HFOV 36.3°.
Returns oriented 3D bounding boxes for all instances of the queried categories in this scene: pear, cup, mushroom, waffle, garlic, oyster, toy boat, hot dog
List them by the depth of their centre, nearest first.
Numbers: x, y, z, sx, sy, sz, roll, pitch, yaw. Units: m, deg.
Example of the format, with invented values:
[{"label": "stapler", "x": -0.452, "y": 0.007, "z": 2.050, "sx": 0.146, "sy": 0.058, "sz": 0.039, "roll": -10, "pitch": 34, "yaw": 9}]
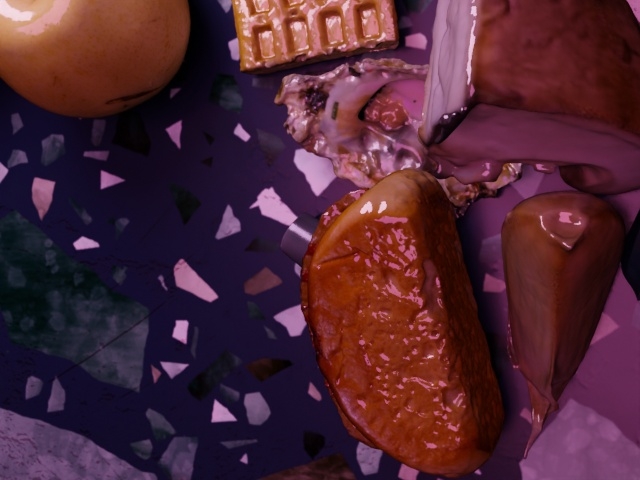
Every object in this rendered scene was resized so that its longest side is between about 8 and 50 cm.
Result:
[{"label": "mushroom", "x": 0.279, "y": -0.273, "z": 1.194, "sx": 0.313, "sy": 0.224, "sz": 0.397, "roll": 6, "pitch": 70, "yaw": -8}, {"label": "toy boat", "x": 0.450, "y": -0.036, "z": 1.224, "sx": 0.103, "sy": 0.093, "sz": 0.246, "roll": 27, "pitch": 101, "yaw": 24}, {"label": "garlic", "x": 0.287, "y": 0.085, "z": 1.245, "sx": 0.151, "sy": 0.196, "sz": 0.338, "roll": 14, "pitch": 123, "yaw": 17}, {"label": "hot dog", "x": 0.093, "y": 0.117, "z": 1.298, "sx": 0.223, "sy": 0.185, "sz": 0.405, "roll": -12, "pitch": 96, "yaw": 27}, {"label": "oyster", "x": 0.110, "y": -0.159, "z": 1.350, "sx": 0.354, "sy": 0.107, "sz": 0.201, "roll": 28, "pitch": 122, "yaw": 4}, {"label": "waffle", "x": -0.014, "y": -0.366, "z": 1.397, "sx": 0.248, "sy": 0.055, "sz": 0.221, "roll": -7, "pitch": 90, "yaw": 21}, {"label": "pear", "x": -0.344, "y": -0.328, "z": 1.399, "sx": 0.309, "sy": 0.309, "sz": 0.309, "roll": 1, "pitch": 93, "yaw": 20}, {"label": "cup", "x": 0.000, "y": 0.000, "z": 1.408, "sx": 0.077, "sy": 0.078, "sz": 0.100, "roll": 35, "pitch": 70, "yaw": 19}]

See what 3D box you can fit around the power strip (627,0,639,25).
[{"label": "power strip", "x": 0.387, "y": -0.357, "z": 1.251, "sx": 0.093, "sy": 0.053, "sz": 0.288, "roll": -41, "pitch": 79, "yaw": 18}]
